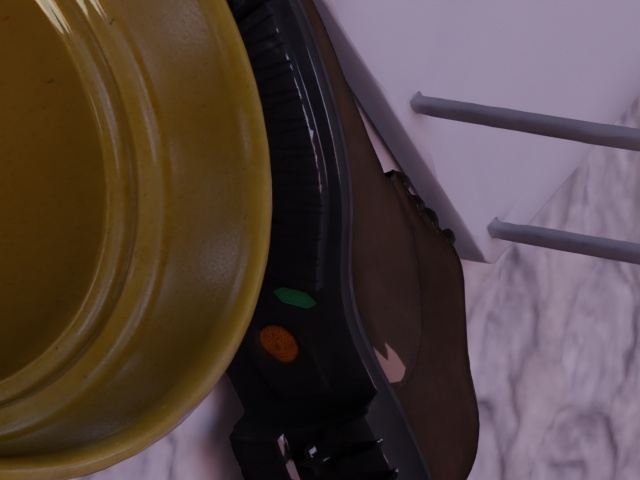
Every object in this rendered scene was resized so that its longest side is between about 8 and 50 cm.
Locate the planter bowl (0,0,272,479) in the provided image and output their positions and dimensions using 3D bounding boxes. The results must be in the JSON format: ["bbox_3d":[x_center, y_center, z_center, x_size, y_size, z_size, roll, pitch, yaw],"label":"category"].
[{"bbox_3d":[-0.122,-0.029,0.505,0.217,0.090,0.217,23,55,-38],"label":"planter bowl"}]

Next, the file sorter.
[{"bbox_3d":[0.097,-0.144,0.624,0.193,0.173,0.277,-47,123,-21],"label":"file sorter"}]

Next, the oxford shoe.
[{"bbox_3d":[0.000,0.000,0.644,0.096,0.083,0.227,-39,121,-49],"label":"oxford shoe"}]
